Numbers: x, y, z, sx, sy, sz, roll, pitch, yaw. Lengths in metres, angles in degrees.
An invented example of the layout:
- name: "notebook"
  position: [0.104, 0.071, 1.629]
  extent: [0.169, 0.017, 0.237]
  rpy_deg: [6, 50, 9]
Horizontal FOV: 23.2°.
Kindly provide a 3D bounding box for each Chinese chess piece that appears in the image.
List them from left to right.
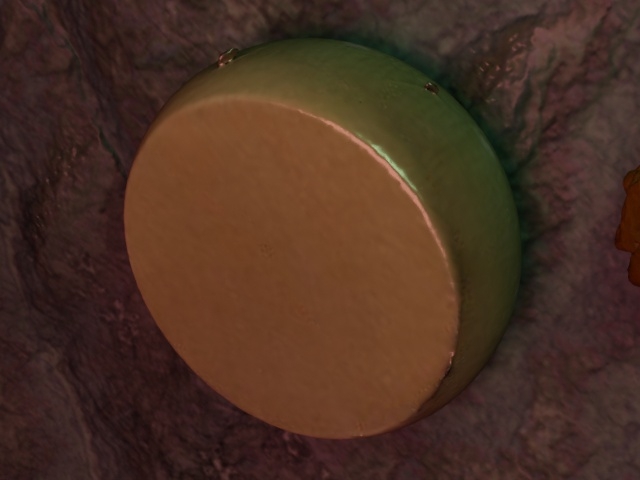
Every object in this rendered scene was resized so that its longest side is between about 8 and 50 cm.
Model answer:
- name: "Chinese chess piece"
  position: [0.000, 0.000, 1.012]
  extent: [0.273, 0.102, 0.273]
  rpy_deg: [15, 123, 24]

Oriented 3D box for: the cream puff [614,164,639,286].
- name: "cream puff"
  position: [0.228, -0.012, 0.878]
  extent: [0.122, 0.094, 0.116]
  rpy_deg: [9, 118, 54]
